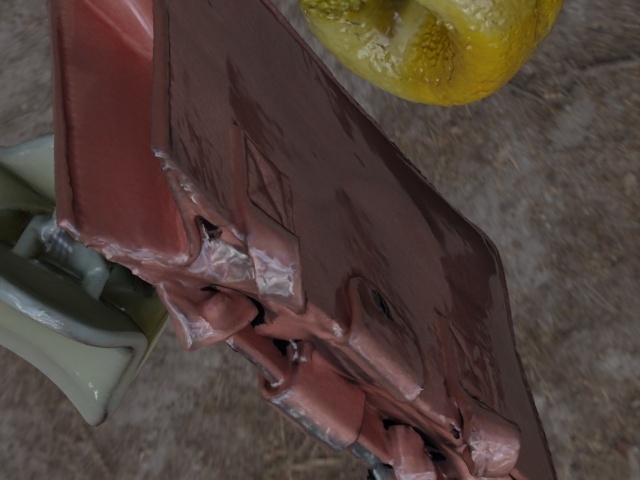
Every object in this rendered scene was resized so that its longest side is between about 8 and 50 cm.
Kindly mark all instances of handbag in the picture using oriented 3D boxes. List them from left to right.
[{"bbox_3d":[0.000,0.000,0.514,0.059,0.157,0.212,-34,127,18],"label":"handbag"}]

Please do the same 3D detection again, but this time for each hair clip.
[{"bbox_3d":[-0.165,0.016,0.945,0.172,0.282,0.113,31,71,-8],"label":"hair clip"}]

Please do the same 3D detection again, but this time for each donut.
[{"bbox_3d":[0.069,-0.142,0.937,0.146,0.181,0.078,40,60,-23],"label":"donut"}]
